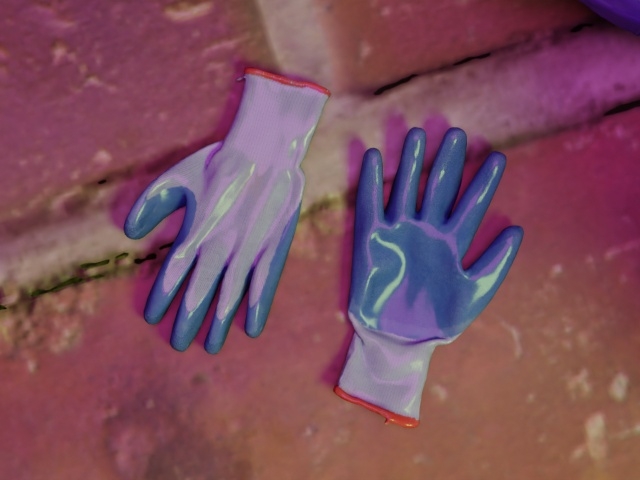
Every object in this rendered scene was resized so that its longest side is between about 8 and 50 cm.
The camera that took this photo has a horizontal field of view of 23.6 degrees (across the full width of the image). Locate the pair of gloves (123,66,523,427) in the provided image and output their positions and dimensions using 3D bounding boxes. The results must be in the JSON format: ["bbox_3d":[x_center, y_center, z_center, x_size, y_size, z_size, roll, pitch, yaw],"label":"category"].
[{"bbox_3d":[0.000,0.000,0.798,0.198,0.023,0.159,20,87,-1],"label":"pair of gloves"}]

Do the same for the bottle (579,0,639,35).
[{"bbox_3d":[0.187,-0.158,0.771,0.282,0.092,0.118,7,88,0],"label":"bottle"}]
